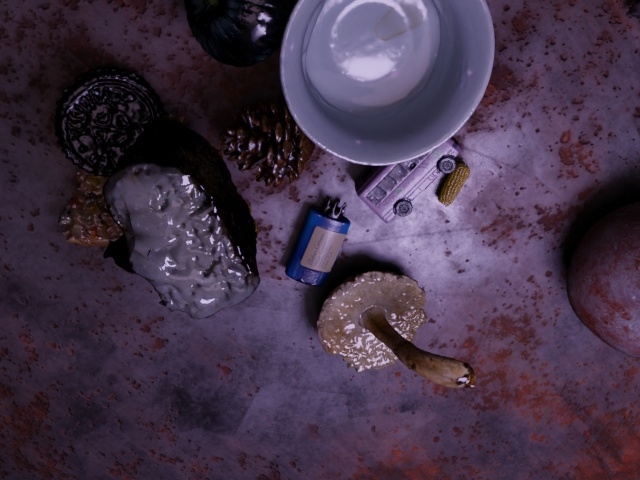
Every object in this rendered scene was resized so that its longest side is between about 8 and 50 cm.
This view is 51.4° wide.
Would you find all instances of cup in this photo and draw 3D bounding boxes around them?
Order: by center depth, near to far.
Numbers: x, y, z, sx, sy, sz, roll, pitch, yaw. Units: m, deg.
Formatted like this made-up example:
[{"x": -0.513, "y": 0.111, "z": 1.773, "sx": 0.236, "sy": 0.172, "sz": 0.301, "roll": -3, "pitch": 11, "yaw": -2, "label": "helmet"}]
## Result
[{"x": 0.096, "y": -0.315, "z": 1.105, "sx": 0.347, "sy": 0.163, "sz": 0.347, "roll": -4, "pitch": 120, "yaw": -7, "label": "cup"}]

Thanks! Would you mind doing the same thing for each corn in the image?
[{"x": 0.259, "y": -0.109, "z": 1.295, "sx": 0.037, "sy": 0.037, "sz": 0.092, "roll": 22, "pitch": 109, "yaw": -16, "label": "corn"}]

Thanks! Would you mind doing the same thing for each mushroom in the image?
[{"x": 0.138, "y": 0.161, "z": 1.279, "sx": 0.233, "sy": 0.301, "sz": 0.208, "roll": 11, "pitch": 80, "yaw": -26, "label": "mushroom"}]

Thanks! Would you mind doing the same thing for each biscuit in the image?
[{"x": -0.361, "y": -0.203, "z": 1.149, "sx": 0.194, "sy": 0.053, "sz": 0.195, "roll": -8, "pitch": 112, "yaw": -20, "label": "biscuit"}]

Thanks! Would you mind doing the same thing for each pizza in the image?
[{"x": -0.399, "y": -0.078, "z": 1.223, "sx": 0.185, "sy": 0.052, "sz": 0.195, "roll": -9, "pitch": 114, "yaw": -6, "label": "pizza"}]

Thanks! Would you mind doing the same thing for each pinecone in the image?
[{"x": -0.091, "y": -0.174, "z": 1.157, "sx": 0.173, "sy": 0.173, "sz": 0.174, "roll": -3, "pitch": 114, "yaw": -6, "label": "pinecone"}]

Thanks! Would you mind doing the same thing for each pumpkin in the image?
[{"x": -0.127, "y": -0.379, "z": 1.052, "sx": 0.140, "sy": 0.202, "sz": 0.202, "roll": -17, "pitch": 126, "yaw": -49, "label": "pumpkin"}]

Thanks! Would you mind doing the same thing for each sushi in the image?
[{"x": -0.245, "y": -0.030, "z": 1.164, "sx": 0.234, "sy": 0.208, "sz": 0.349, "roll": -13, "pitch": 126, "yaw": 11, "label": "sushi"}]

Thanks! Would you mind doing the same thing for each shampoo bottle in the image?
[{"x": 0.000, "y": 0.000, "z": 1.305, "sx": 0.087, "sy": 0.050, "sz": 0.183, "roll": 19, "pitch": 111, "yaw": -11, "label": "shampoo bottle"}]

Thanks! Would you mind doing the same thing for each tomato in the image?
[{"x": 0.647, "y": 0.075, "z": 1.304, "sx": 0.316, "sy": 0.282, "sz": 0.317, "roll": -9, "pitch": 118, "yaw": -17, "label": "tomato"}]

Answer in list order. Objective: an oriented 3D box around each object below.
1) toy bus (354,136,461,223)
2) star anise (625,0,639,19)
[{"x": 0.161, "y": -0.135, "z": 1.241, "sx": 0.108, "sy": 0.096, "sz": 0.199, "roll": 39, "pitch": 107, "yaw": -16, "label": "toy bus"}, {"x": 0.665, "y": -0.415, "z": 1.152, "sx": 0.359, "sy": 0.139, "sz": 0.316, "roll": -18, "pitch": 109, "yaw": 1, "label": "star anise"}]
